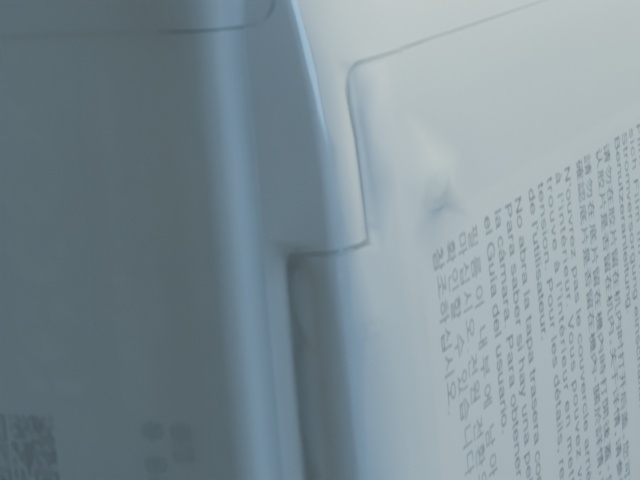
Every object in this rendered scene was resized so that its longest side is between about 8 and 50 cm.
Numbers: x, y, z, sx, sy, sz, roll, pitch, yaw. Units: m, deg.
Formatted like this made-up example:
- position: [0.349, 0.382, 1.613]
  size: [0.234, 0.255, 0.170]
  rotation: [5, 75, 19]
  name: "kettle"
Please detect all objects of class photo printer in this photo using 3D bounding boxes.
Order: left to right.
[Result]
- position: [0.024, 0.032, 0.468]
  size: [0.307, 0.107, 0.256]
  rotation: [-29, 117, -62]
  name: "photo printer"
